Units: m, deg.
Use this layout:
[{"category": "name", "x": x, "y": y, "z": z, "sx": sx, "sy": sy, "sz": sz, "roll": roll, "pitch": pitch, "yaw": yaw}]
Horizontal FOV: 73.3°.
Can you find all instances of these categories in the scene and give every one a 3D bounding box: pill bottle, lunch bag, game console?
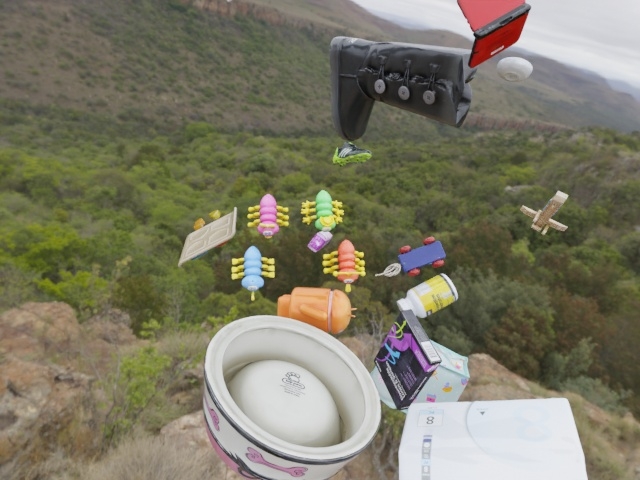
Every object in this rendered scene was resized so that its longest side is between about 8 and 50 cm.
[{"category": "pill bottle", "x": 0.354, "y": 0.194, "z": 1.435, "sx": 0.184, "sy": 0.103, "sz": 0.103, "roll": -27, "pitch": 37, "yaw": -3}, {"category": "lunch bag", "x": 0.304, "y": 0.428, "z": 1.361, "sx": 0.262, "sy": 0.224, "sz": 0.160, "roll": 24, "pitch": 20, "yaw": 6}, {"category": "game console", "x": 0.350, "y": -0.455, "z": 0.892, "sx": 0.143, "sy": 0.124, "sz": 0.085, "roll": -32, "pitch": 64, "yaw": -11}]

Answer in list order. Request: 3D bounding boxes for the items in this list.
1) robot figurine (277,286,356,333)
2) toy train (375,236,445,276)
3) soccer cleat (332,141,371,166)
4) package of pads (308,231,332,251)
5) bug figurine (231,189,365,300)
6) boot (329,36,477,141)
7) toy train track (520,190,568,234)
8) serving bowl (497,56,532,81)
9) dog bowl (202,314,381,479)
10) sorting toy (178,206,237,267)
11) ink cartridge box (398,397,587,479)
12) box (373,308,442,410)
[{"category": "robot figurine", "x": -0.009, "y": 0.197, "z": 1.207, "sx": 0.219, "sy": 0.158, "sz": 0.128, "roll": 2, "pitch": 51, "yaw": 7}, {"category": "toy train", "x": 0.311, "y": 0.078, "z": 1.533, "sx": 0.247, "sy": 0.105, "sz": 0.143, "roll": -21, "pitch": -9, "yaw": 7}, {"category": "soccer cleat", "x": 0.099, "y": -0.282, "z": 1.377, "sx": 0.060, "sy": 0.073, "sz": 0.178, "roll": 13, "pitch": -5, "yaw": -33}, {"category": "package of pads", "x": 0.000, "y": 0.000, "z": 1.131, "sx": 0.032, "sy": 0.050, "sz": 0.083, "roll": 41, "pitch": 13, "yaw": 6}, {"category": "bug figurine", "x": -0.045, "y": 0.004, "z": 0.872, "sx": 0.278, "sy": 0.072, "sz": 0.217, "roll": -4, "pitch": 74, "yaw": -8}, {"category": "boot", "x": 0.246, "y": -0.432, "z": 1.342, "sx": 0.444, "sy": 0.367, "sz": 0.146, "roll": 21, "pitch": 55, "yaw": 30}, {"category": "toy train track", "x": 0.227, "y": -0.025, "z": 0.432, "sx": 0.048, "sy": 0.014, "sz": 0.083, "roll": 31, "pitch": -12, "yaw": 19}, {"category": "serving bowl", "x": 0.477, "y": -0.417, "z": 1.064, "sx": 0.083, "sy": 0.027, "sz": 0.083, "roll": 19, "pitch": -5, "yaw": 2}, {"category": "dog bowl", "x": -0.076, "y": 0.355, "z": 0.962, "sx": 0.407, "sy": 0.151, "sz": 0.408, "roll": 20, "pitch": 23, "yaw": -9}, {"category": "sorting toy", "x": -0.383, "y": -0.029, "z": 1.511, "sx": 0.228, "sy": 0.041, "sz": 0.307, "roll": -31, "pitch": 26, "yaw": 6}, {"category": "ink cartridge box", "x": 0.277, "y": 0.419, "z": 0.713, "sx": 0.307, "sy": 0.091, "sz": 0.385, "roll": -11, "pitch": 13, "yaw": 23}, {"category": "box", "x": 0.158, "y": 0.226, "z": 0.808, "sx": 0.029, "sy": 0.162, "sz": 0.116, "roll": -3, "pitch": 42, "yaw": -23}]
